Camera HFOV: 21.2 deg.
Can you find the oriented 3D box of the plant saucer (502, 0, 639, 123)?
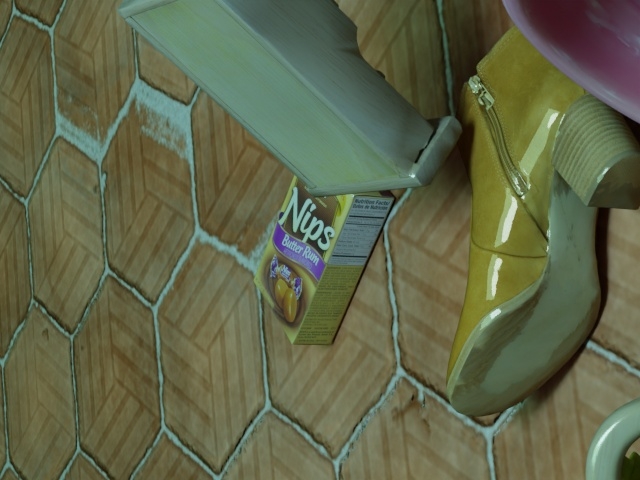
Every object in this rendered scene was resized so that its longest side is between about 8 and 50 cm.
[{"bbox_3d":[0.275,-0.130,1.053,0.332,0.332,0.084,12,73,58],"label":"plant saucer"}]

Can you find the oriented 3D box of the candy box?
[{"bbox_3d":[0.000,0.000,1.714,0.109,0.053,0.187,55,132,45],"label":"candy box"}]

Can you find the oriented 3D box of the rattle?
[{"bbox_3d":[0.282,0.138,1.274,0.130,0.142,0.200,27,98,22],"label":"rattle"}]

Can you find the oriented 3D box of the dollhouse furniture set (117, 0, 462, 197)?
[{"bbox_3d":[0.056,-0.270,1.476,0.362,0.256,0.394,-3,49,57],"label":"dollhouse furniture set"}]

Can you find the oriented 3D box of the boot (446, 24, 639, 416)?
[{"bbox_3d":[0.158,-0.021,1.430,0.295,0.104,0.211,-63,34,27],"label":"boot"}]
